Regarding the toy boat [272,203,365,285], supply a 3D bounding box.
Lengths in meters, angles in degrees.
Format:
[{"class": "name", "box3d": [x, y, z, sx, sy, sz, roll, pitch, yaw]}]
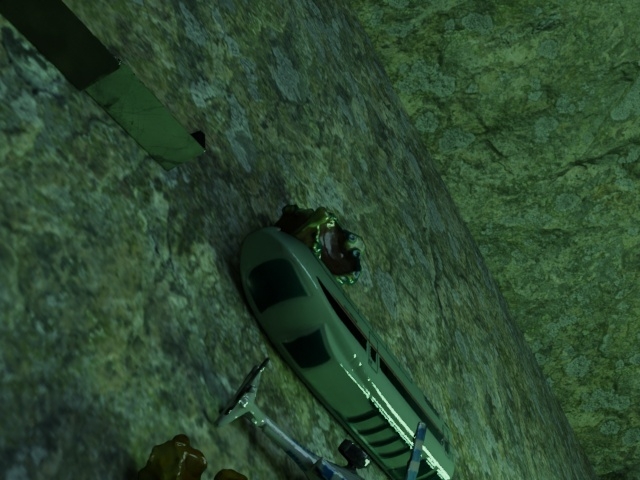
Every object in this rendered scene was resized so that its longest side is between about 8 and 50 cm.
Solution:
[{"class": "toy boat", "box3d": [-0.011, 0.004, 0.890, 0.293, 0.099, 0.109, 27, 39, -77]}]

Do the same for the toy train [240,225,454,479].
[{"class": "toy train", "box3d": [0.031, 0.150, 0.849, 0.407, 0.086, 0.088, 53, 27, -33]}]

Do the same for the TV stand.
[{"class": "TV stand", "box3d": [-0.193, -0.157, 0.655, 0.256, 0.049, 0.040, 48, 23, -43]}]

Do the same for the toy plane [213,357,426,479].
[{"class": "toy plane", "box3d": [0.001, 0.229, 0.702, 0.273, 0.107, 0.182, 27, 79, -25]}]

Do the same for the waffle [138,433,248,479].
[{"class": "waffle", "box3d": [-0.057, 0.219, 0.377, 0.259, 0.069, 0.293, 37, 12, 20]}]
